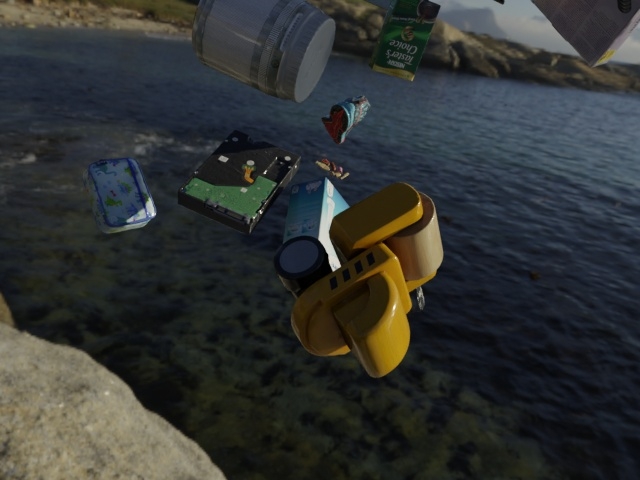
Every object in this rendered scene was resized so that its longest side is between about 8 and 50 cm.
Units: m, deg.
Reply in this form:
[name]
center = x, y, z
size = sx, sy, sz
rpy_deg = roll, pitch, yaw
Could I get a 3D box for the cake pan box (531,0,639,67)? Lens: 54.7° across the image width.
[cake pan box]
center = 0.633, -0.582, 1.432
size = 0.070, 0.245, 0.267
rpy_deg = -20, 66, -25

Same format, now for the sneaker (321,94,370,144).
[sneaker]
center = 0.090, -0.384, 1.952
size = 0.125, 0.104, 0.262
rpy_deg = -31, 4, -12

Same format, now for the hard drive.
[hard drive]
center = -0.232, -0.179, 1.826
size = 0.237, 0.064, 0.339
rpy_deg = 23, 46, 8

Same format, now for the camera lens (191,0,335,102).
[camera lens]
center = -0.132, -0.455, 1.388
size = 0.274, 0.219, 0.219
rpy_deg = 27, 23, 9

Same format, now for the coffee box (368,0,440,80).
[coffee box]
center = 0.195, -0.475, 1.443
size = 0.113, 0.184, 0.040
rpy_deg = 11, 28, -21

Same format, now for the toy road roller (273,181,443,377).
[toy road roller]
center = 0.101, 0.083, 1.081
size = 0.329, 0.202, 0.240
rpy_deg = -32, 47, -8

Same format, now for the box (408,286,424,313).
[box]
center = 0.158, 0.148, 1.520
size = 0.180, 0.077, 0.147
rpy_deg = -15, -3, 11

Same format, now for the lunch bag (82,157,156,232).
[lunch bag]
center = -0.607, -0.141, 1.878
size = 0.176, 0.219, 0.090
rpy_deg = -13, -10, -41

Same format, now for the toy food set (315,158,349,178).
[toy food set]
center = 0.043, -0.268, 2.333
size = 0.122, 0.019, 0.078
rpy_deg = 36, 43, 15

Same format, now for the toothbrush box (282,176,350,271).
[toothbrush box]
center = 0.000, 0.000, 1.830
size = 0.126, 0.216, 0.295
rpy_deg = -12, 55, 26

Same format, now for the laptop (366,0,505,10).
[laptop]
center = 0.208, -0.688, 1.672
size = 0.382, 0.236, 0.408
rpy_deg = 11, 37, -27
